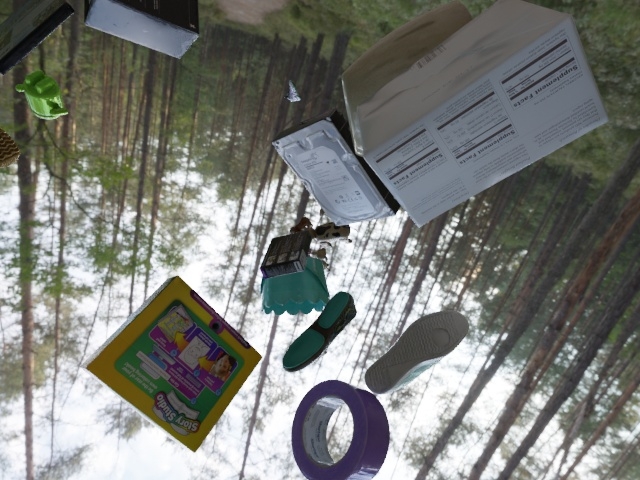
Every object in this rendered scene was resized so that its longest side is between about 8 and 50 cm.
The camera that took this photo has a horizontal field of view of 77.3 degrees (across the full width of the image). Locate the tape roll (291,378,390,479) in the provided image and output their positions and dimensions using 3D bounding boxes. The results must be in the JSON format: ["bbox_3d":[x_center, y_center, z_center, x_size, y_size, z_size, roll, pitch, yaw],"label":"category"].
[{"bbox_3d":[0.036,0.379,0.790,0.080,0.189,0.189,34,-172,-39],"label":"tape roll"}]

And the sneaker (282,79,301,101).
[{"bbox_3d":[-0.131,-0.629,1.699,0.069,0.098,0.038,-15,-131,14],"label":"sneaker"}]

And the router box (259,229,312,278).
[{"bbox_3d":[-0.105,0.040,1.260,0.133,0.046,0.178,-12,-151,15],"label":"router box"}]

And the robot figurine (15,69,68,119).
[{"bbox_3d":[-0.608,-0.316,0.881,0.101,0.115,0.067,34,-123,-6],"label":"robot figurine"}]

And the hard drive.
[{"bbox_3d":[0.046,-0.188,1.126,0.237,0.339,0.064,-7,-140,45],"label":"hard drive"}]

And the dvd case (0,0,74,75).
[{"bbox_3d":[-0.572,-0.437,0.794,0.253,0.180,0.022,52,-177,39],"label":"dvd case"}]

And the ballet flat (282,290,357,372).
[{"bbox_3d":[0.007,0.183,0.764,0.070,0.188,0.070,41,166,12],"label":"ballet flat"}]

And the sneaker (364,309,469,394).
[{"bbox_3d":[0.219,0.250,0.905,0.094,0.256,0.151,55,-174,25],"label":"sneaker"}]

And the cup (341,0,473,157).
[{"bbox_3d":[0.174,-0.287,0.837,0.237,0.330,0.331,-10,-157,5],"label":"cup"}]

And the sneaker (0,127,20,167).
[{"bbox_3d":[-0.559,-0.201,0.623,0.084,0.185,0.069,20,-135,19],"label":"sneaker"}]

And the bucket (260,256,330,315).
[{"bbox_3d":[-0.101,0.182,1.562,0.281,0.281,0.182,5,-112,-26],"label":"bucket"}]

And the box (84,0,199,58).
[{"bbox_3d":[-0.342,-0.520,0.769,0.184,0.261,0.103,3,168,-39],"label":"box"}]

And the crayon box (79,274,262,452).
[{"bbox_3d":[-0.388,0.334,1.106,0.363,0.106,0.313,50,-125,-18],"label":"crayon box"}]

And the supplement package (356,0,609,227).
[{"bbox_3d":[0.202,-0.183,0.571,0.145,0.262,0.204,47,-154,-27],"label":"supplement package"}]

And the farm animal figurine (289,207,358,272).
[{"bbox_3d":[0.000,0.000,1.766,0.172,0.327,0.330,30,-146,-63],"label":"farm animal figurine"}]
